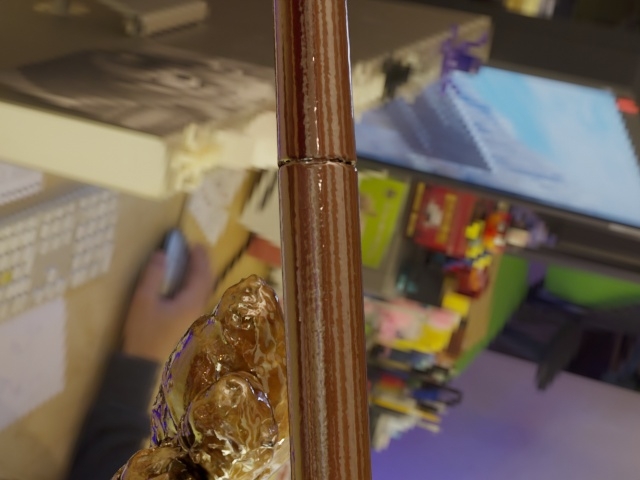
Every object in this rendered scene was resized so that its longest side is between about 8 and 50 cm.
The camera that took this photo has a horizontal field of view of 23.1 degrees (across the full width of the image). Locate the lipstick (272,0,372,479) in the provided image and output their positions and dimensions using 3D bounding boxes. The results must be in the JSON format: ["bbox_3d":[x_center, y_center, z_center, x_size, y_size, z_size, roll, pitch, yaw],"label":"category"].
[{"bbox_3d":[0.000,0.000,1.044,0.057,0.057,0.357,23,61,-65],"label":"lipstick"}]

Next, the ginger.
[{"bbox_3d":[-0.118,0.208,1.548,0.357,0.152,0.274,-64,172,-4],"label":"ginger"}]
